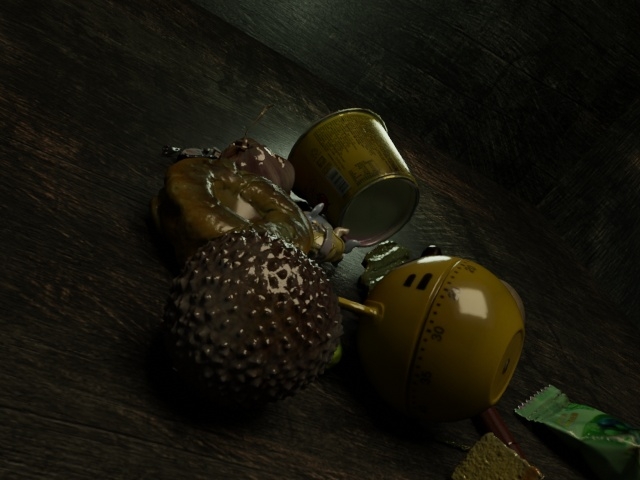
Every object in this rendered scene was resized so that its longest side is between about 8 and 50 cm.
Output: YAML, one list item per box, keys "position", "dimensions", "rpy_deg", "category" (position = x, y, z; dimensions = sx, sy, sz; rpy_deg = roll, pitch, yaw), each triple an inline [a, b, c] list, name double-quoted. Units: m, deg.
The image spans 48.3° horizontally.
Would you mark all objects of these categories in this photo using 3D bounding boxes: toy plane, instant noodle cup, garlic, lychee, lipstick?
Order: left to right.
- position: [-0.304, -0.209, 1.784]
  dimensions: [0.078, 0.053, 0.197]
  rpy_deg: [37, 25, 22]
  category: "toy plane"
- position: [-0.171, -0.194, 1.722]
  dimensions: [0.207, 0.257, 0.207]
  rpy_deg: [5, -5, 0]
  category: "garlic"
- position: [-0.106, 0.134, 1.136]
  dimensions: [0.300, 0.300, 0.300]
  rpy_deg: [32, 23, -15]
  category: "lychee"
- position: [0.100, -0.154, 1.921]
  dimensions: [0.325, 0.326, 0.254]
  rpy_deg: [14, 32, -44]
  category: "instant noodle cup"
- position: [0.427, 0.493, 1.530]
  dimensions: [0.057, 0.057, 0.357]
  rpy_deg: [21, 29, -36]
  category: "lipstick"

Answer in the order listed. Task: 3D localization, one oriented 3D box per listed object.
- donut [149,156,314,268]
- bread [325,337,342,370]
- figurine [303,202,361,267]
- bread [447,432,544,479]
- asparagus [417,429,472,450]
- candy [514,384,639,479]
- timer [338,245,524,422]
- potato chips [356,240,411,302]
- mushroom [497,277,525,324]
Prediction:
- position: [-0.174, -0.022, 1.475]
  dimensions: [0.360, 0.170, 0.360]
  rpy_deg: [26, 26, -14]
  category: "donut"
- position: [-0.019, 0.197, 1.408]
  dimensions: [0.139, 0.071, 0.130]
  rpy_deg: [40, 25, -1]
  category: "bread"
- position: [0.000, 0.000, 1.747]
  dimensions: [0.208, 0.128, 0.184]
  rpy_deg: [29, 26, -31]
  category: "figurine"
- position: [0.347, 0.460, 1.367]
  dimensions: [0.127, 0.152, 0.147]
  rpy_deg: [10, 27, -51]
  category: "bread"
- position: [0.259, 0.417, 1.477]
  dimensions: [0.162, 0.016, 0.016]
  rpy_deg: [26, 35, -31]
  category: "asparagus"
- position: [0.707, 0.504, 1.804]
  dimensions: [0.398, 0.172, 0.263]
  rpy_deg: [35, 15, 27]
  category: "candy"
- position: [0.204, 0.181, 1.463]
  dimensions: [0.386, 0.376, 0.376]
  rpy_deg: [19, 13, 26]
  category: "timer"
- position: [0.245, 0.161, 1.876]
  dimensions: [0.358, 0.070, 0.429]
  rpy_deg: [46, 25, 10]
  category: "potato chips"
- position: [0.402, 0.203, 1.784]
  dimensions: [0.206, 0.209, 0.206]
  rpy_deg: [4, 61, -7]
  category: "mushroom"
